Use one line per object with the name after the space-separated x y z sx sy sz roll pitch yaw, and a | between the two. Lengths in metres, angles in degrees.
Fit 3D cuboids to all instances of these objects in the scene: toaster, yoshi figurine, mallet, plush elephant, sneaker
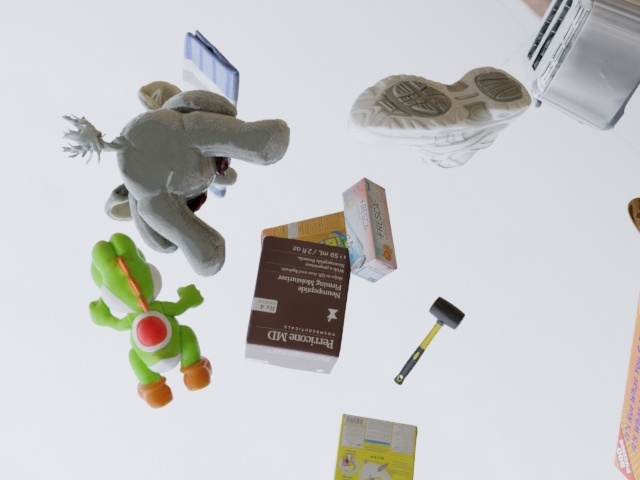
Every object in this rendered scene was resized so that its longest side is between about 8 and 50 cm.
0.392 -0.278 1.170 0.147 0.227 0.129 18 -145 -10 | toaster
-0.357 0.141 1.651 0.203 0.203 0.362 -46 -58 -50 | yoshi figurine
0.184 0.184 1.498 0.062 0.189 0.039 44 -159 10 | mallet
-0.237 -0.127 1.344 0.330 0.271 0.255 22 -171 -2 | plush elephant
0.126 -0.119 0.904 0.232 0.115 0.090 -10 -128 -29 | sneaker

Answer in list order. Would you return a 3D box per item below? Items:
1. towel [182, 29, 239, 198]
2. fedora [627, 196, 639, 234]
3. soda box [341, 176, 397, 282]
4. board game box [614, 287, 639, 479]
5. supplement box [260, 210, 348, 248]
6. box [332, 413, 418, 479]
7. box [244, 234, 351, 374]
-0.228 -0.248 1.624 0.034 0.285 0.209 -12 -138 -31 | towel
0.432 -0.016 0.887 0.194 0.079 0.194 16 -150 -10 | fedora
0.086 -0.020 1.456 0.058 0.063 0.183 26 -136 -36 | soda box
0.698 0.255 1.184 0.357 0.356 0.356 -2 -162 -11 | board game box
0.000 0.000 1.661 0.080 0.234 0.078 -98 -7 -60 | supplement box
0.066 0.321 1.053 0.105 0.043 0.179 10 -126 2 | box
-0.041 0.120 1.495 0.169 0.167 0.203 9 -110 -3 | box
